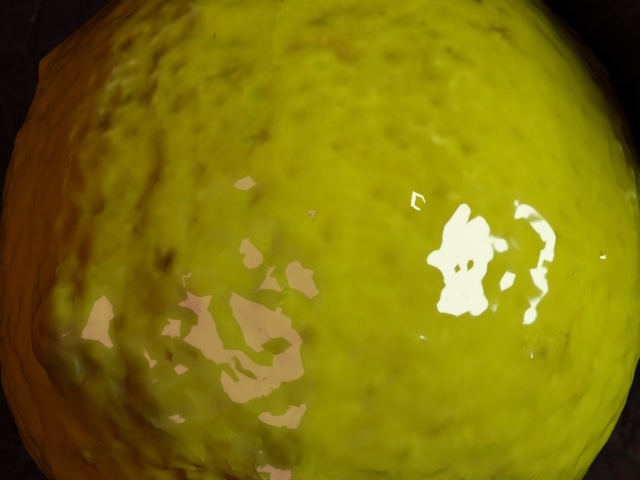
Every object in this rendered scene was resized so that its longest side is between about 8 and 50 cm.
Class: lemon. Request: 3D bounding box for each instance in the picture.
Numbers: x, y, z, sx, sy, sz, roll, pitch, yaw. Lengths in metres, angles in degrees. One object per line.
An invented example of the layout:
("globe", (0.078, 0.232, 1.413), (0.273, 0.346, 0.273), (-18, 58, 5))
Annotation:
("lemon", (0.000, 0.000, 0.707), (0.350, 0.350, 0.387), (-2, 71, 30))
